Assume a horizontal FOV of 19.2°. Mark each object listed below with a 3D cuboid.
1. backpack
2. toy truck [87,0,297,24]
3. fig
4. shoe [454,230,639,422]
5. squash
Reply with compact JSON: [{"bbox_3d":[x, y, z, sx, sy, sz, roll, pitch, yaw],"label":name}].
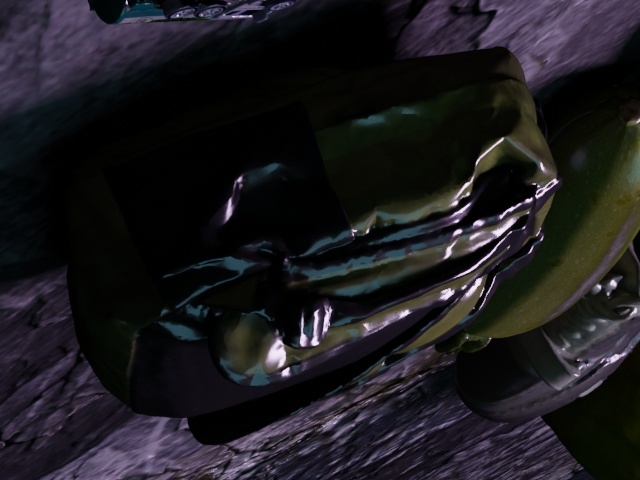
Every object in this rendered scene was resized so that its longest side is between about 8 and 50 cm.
[{"bbox_3d":[0.000,0.000,0.927,0.253,0.140,0.207,-21,165,-11],"label":"backpack"},{"bbox_3d":[-0.048,-0.102,0.730,0.083,0.039,0.044,-9,171,-45],"label":"toy truck"},{"bbox_3d":[0.349,0.150,1.700,0.233,0.314,0.233,-54,170,-15],"label":"fig"},{"bbox_3d":[0.201,0.033,1.429,0.293,0.109,0.149,-37,158,17],"label":"shoe"},{"bbox_3d":[0.155,-0.003,1.270,0.094,0.094,0.341,-20,159,-27],"label":"squash"}]
